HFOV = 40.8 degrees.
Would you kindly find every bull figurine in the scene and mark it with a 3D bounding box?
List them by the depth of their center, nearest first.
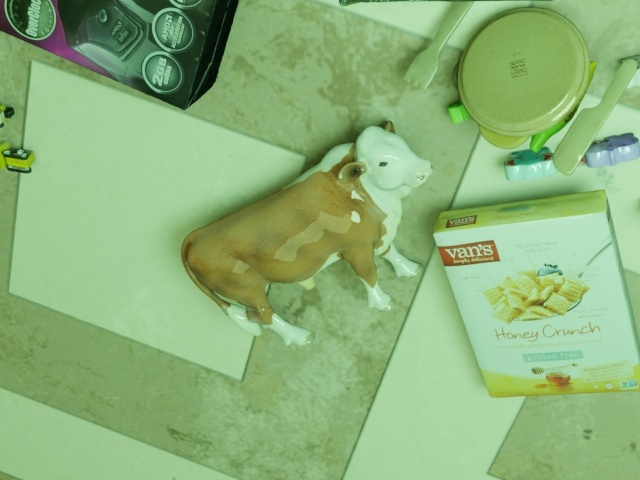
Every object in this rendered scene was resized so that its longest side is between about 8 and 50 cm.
[{"bbox_3d":[0.000,0.000,0.934,0.311,0.101,0.188,-22,111,24],"label":"bull figurine"}]

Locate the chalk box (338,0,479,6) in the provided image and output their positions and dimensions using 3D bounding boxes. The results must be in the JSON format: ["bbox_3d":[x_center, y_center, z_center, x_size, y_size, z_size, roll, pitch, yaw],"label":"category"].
[{"bbox_3d":[0.106,-0.349,0.682,0.180,0.179,0.288,3,116,15],"label":"chalk box"}]

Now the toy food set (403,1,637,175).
[{"bbox_3d":[0.187,-0.153,0.808,0.192,0.038,0.132,37,101,25],"label":"toy food set"}]

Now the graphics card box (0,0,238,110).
[{"bbox_3d":[-0.255,-0.308,0.847,0.371,0.094,0.232,24,120,1],"label":"graphics card box"}]

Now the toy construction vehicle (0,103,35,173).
[{"bbox_3d":[-0.387,-0.127,1.015,0.098,0.035,0.085,8,130,14],"label":"toy construction vehicle"}]

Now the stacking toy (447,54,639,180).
[{"bbox_3d":[0.248,-0.080,0.855,0.221,0.052,0.166,-10,114,20],"label":"stacking toy"}]

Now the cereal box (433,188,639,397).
[{"bbox_3d":[0.235,0.065,0.910,0.173,0.047,0.240,-8,124,26],"label":"cereal box"}]
